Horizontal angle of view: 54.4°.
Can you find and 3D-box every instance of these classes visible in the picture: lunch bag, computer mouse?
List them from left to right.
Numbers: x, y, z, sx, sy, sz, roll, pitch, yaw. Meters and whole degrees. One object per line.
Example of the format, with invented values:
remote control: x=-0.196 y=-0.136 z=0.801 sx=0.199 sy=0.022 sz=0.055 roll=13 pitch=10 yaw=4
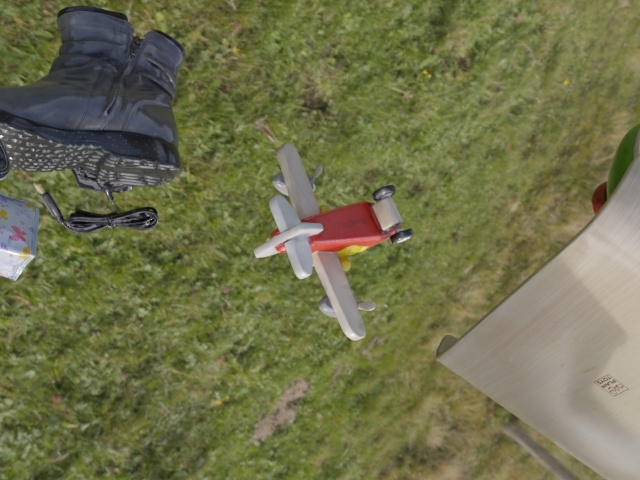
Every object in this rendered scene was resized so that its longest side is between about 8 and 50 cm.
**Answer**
lunch bag: x=-0.308 y=-0.013 z=0.588 sx=0.071 sy=0.083 sz=0.053 roll=25 pitch=125 yaw=-39
computer mouse: x=-0.373 y=-0.117 z=0.973 sx=0.060 sy=0.184 sz=0.262 roll=-83 pitch=162 yaw=-44

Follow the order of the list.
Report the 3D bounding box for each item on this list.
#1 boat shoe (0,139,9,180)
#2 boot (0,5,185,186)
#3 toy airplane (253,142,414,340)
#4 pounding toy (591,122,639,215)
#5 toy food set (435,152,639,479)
boat shoe: x=-0.340 y=-0.117 z=0.603 sx=0.125 sy=0.038 sz=0.046 roll=61 pitch=31 yaw=-5
boot: x=-0.336 y=-0.204 z=0.802 sx=0.338 sy=0.118 sz=0.223 roll=10 pitch=68 yaw=-43
toy airplane: x=0.000 y=0.000 z=1.491 sx=0.384 sy=0.272 sz=0.386 roll=33 pitch=54 yaw=-17
pounding toy: x=0.340 y=0.002 z=0.642 sx=0.183 sy=0.110 sz=0.237 roll=-22 pitch=88 yaw=-38
toy food set: x=0.256 y=0.089 z=0.523 sx=0.092 sy=0.219 sz=0.306 roll=-50 pitch=173 yaw=-35
